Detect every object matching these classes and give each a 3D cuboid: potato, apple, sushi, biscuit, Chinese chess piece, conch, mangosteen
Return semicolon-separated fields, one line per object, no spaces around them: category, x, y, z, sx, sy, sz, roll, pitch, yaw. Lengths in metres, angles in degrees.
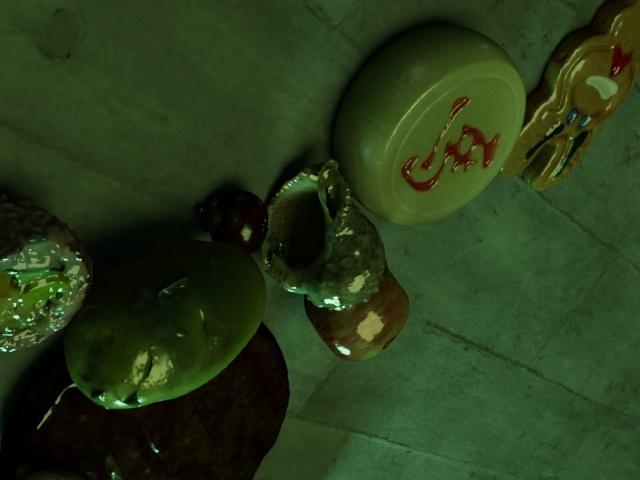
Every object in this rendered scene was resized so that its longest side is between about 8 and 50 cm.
potato;-0.170;0.085;1.242;0.248;0.169;0.143;-30;175;-32
apple;0.051;0.084;1.523;0.131;0.146;0.146;-37;144;7
sushi;-0.348;0.057;1.140;0.241;0.107;0.161;-36;143;-2
biscuit;-0.225;0.243;1.450;0.407;0.091;0.407;-23;135;-25
Chinese chess piece;0.142;-0.146;1.433;0.273;0.102;0.273;-26;139;-26
biscuit;0.389;-0.219;1.653;0.202;0.047;0.334;20;108;-51
conch;0.000;0.000;1.404;0.155;0.130;0.207;-12;119;-4
mangosteen;-0.101;-0.020;1.341;0.081;0.081;0.081;-26;139;-25

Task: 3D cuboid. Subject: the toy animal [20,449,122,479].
toy animal;-0.312;0.332;1.322;0.179;0.089;0.188;-21;136;-5
